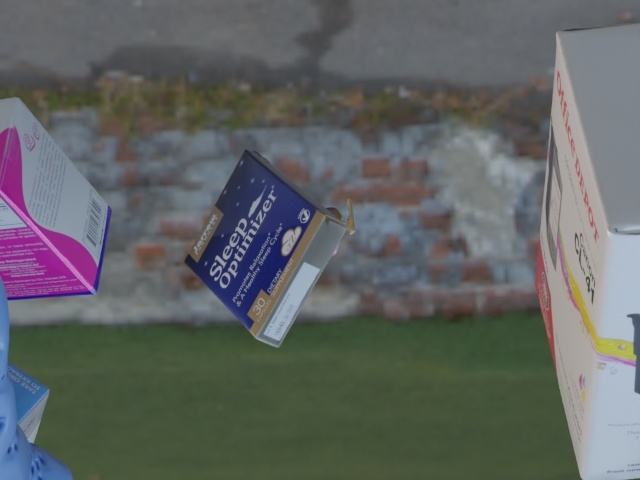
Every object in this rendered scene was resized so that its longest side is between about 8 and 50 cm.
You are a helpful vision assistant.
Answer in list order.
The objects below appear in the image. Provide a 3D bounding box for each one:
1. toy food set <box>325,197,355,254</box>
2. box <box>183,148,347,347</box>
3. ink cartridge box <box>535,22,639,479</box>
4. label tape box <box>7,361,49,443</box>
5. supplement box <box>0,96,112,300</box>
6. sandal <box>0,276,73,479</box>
[{"bbox_3d":[0.000,0.000,2.025,0.019,0.078,0.122,20,134,-27],"label":"toy food set"},{"bbox_3d":[-0.066,-0.003,1.608,0.036,0.136,0.225,24,-171,-33],"label":"box"},{"bbox_3d":[0.253,0.011,1.267,0.131,0.226,0.306,-6,138,0],"label":"ink cartridge box"},{"bbox_3d":[-0.436,0.160,1.807,0.249,0.115,0.348,34,144,3],"label":"label tape box"},{"bbox_3d":[-0.317,-0.038,1.673,0.114,0.111,0.220,-4,148,18],"label":"supplement box"},{"bbox_3d":[-0.180,0.127,0.778,0.138,0.126,0.317,-16,134,-37],"label":"sandal"}]
